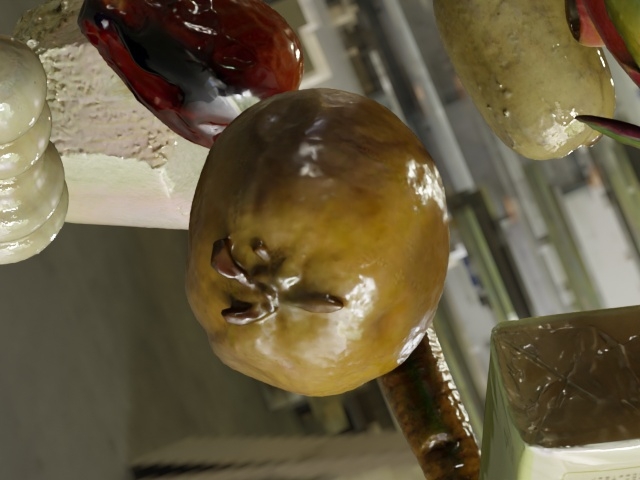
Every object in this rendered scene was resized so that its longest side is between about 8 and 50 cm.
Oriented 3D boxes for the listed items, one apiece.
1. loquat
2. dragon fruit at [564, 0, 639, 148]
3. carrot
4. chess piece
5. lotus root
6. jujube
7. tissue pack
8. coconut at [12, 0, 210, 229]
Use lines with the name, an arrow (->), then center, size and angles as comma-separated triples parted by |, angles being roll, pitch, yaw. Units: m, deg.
loquat -> 0.000, 0.000, 1.316 | 0.238, 0.193, 0.238 | 16, 90, -82
dragon fruit -> 0.236, -0.187, 1.002 | 0.290, 0.189, 0.290 | 20, 90, -78
carrot -> 0.082, 0.114, 1.472 | 0.066, 0.066, 0.314 | 48, 19, -68
chess piece -> -0.316, -0.102, 1.762 | 0.261, 0.143, 0.143 | 100, -24, -57
lotus root -> 0.226, -0.253, 2.156 | 0.151, 0.169, 0.342 | -29, 89, -48
jujube -> -0.132, -0.189, 1.792 | 0.236, 0.168, 0.168 | 29, 15, -7
tissue pack -> 0.194, 0.158, 1.240 | 0.234, 0.159, 0.125 | 88, -6, -48
coconut -> -0.195, -0.159, 2.100 | 0.297, 0.309, 0.297 | -3, 90, -71
